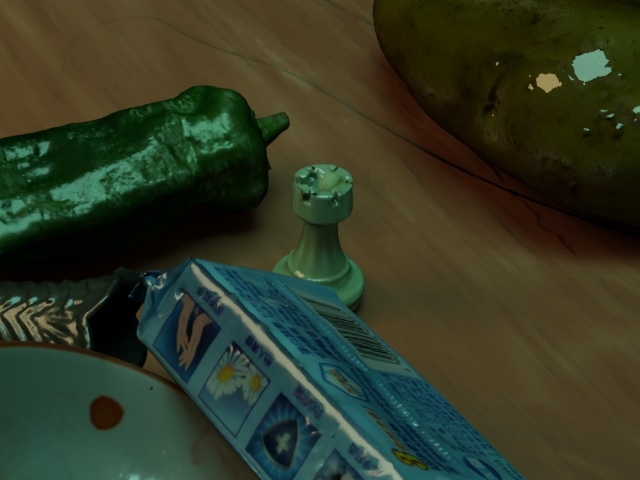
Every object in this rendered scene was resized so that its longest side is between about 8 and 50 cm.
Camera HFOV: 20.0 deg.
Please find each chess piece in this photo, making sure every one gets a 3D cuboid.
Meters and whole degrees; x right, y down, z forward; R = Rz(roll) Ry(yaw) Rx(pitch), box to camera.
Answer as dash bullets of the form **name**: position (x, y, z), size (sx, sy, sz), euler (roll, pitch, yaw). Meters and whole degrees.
- **chess piece**: position (0.000, 0.000, 1.248), size (0.067, 0.103, 0.067), euler (3, 37, -2)

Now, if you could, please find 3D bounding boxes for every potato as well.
- **potato**: position (0.172, -0.139, 1.407), size (0.195, 0.176, 0.369), euler (-41, 46, -8)

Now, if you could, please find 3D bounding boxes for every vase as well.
- **vase**: position (-0.239, 0.054, 1.167), size (0.237, 0.115, 0.115), euler (10, 38, 13)

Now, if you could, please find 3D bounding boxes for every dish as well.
- **dish**: position (-0.125, 0.168, 0.995), size (0.260, 0.085, 0.260), euler (24, 25, -12)

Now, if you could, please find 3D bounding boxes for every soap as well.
- **soap**: position (0.010, 0.106, 1.080), size (0.156, 0.077, 0.293), euler (18, 20, -47)

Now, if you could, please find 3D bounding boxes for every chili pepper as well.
- **chili pepper**: position (-0.141, -0.047, 1.302), size (0.270, 0.099, 0.136), euler (-15, 13, -23)
